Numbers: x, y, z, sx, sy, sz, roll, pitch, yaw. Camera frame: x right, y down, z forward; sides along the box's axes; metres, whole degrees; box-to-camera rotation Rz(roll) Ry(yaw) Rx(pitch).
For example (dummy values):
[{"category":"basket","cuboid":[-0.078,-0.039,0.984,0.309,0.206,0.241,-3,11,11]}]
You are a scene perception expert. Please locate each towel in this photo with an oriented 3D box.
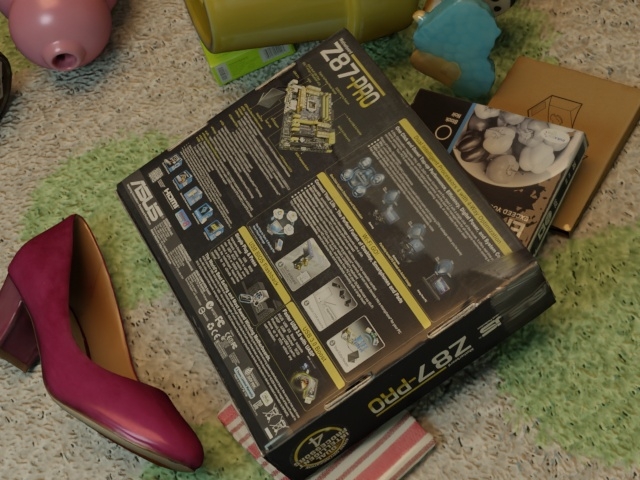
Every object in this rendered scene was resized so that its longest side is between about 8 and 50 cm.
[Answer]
[{"category":"towel","cuboid":[0.004,0.191,1.324,0.144,0.029,0.197,-40,55,-13]}]

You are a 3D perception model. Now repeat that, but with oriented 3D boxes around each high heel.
[{"category":"high heel","cuboid":[-0.220,0.098,1.392,0.377,0.127,0.181,28,79,36]}]

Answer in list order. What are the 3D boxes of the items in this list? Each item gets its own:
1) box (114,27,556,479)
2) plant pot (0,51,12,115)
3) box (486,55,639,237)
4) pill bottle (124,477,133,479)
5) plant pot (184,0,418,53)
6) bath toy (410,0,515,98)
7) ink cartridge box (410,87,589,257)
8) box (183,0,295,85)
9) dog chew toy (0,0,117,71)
[{"category":"box","cuboid":[0.000,0.000,1.356,0.318,0.097,0.395,-37,53,2]},{"category":"plant pot","cuboid":[-0.524,-0.223,1.696,0.230,0.215,0.215,18,62,12]},{"category":"box","cuboid":[0.247,-0.108,1.457,0.164,0.021,0.201,21,64,29]},{"category":"pill bottle","cuboid":[-0.207,0.281,1.318,0.083,0.043,0.043,-43,54,-13]},{"category":"plant pot","cuboid":[-0.043,-0.331,1.541,0.239,0.254,0.254,-21,51,-10]},{"category":"bath toy","cuboid":[0.211,-0.334,1.567,0.151,0.129,0.348,-22,36,50]},{"category":"ink cartridge box","cuboid":[0.151,-0.048,1.407,0.206,0.045,0.208,19,74,30]},{"category":"box","cuboid":[-0.110,-0.288,1.689,0.109,0.042,0.178,-24,53,0]},{"category":"dog chew toy","cuboid":[-0.350,-0.366,1.733,0.206,0.207,0.332,-16,60,7]}]
